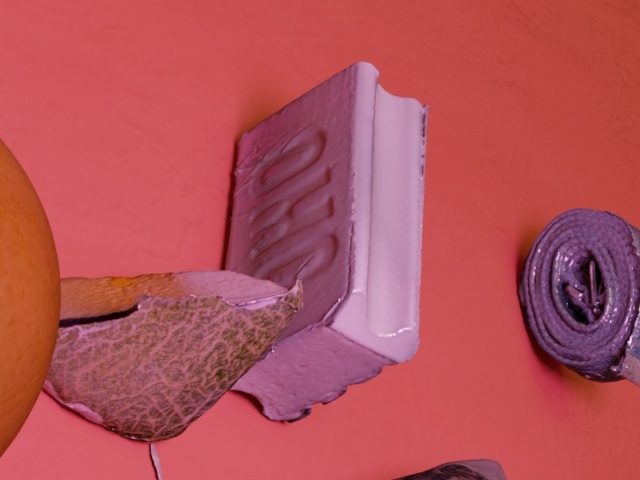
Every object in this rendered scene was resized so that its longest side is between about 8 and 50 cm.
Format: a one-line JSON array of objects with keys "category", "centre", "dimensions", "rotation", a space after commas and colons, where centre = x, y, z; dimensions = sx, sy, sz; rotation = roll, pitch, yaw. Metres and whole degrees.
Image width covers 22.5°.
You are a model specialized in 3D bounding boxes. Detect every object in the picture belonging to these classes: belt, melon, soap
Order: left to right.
[{"category": "melon", "centre": [-0.108, 0.074, 1.073], "dimensions": [0.093, 0.202, 0.139], "rotation": [-97, 180, -60]}, {"category": "soap", "centre": [0.000, 0.000, 1.228], "dimensions": [0.094, 0.150, 0.261], "rotation": [33, 42, -29]}, {"category": "belt", "centre": [0.269, 0.054, 1.562], "dimensions": [0.082, 0.147, 0.163], "rotation": [29, 73, -43]}]

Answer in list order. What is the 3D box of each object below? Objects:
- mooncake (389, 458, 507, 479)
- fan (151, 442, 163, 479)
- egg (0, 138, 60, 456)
[{"category": "mooncake", "centre": [0.101, 0.289, 1.162], "dimensions": [0.254, 0.136, 0.250], "rotation": [0, 63, -54]}, {"category": "fan", "centre": [-0.074, 0.275, 1.042], "dimensions": [0.182, 0.010, 0.310], "rotation": [23, 44, -56]}, {"category": "egg", "centre": [-0.272, 0.035, 0.740], "dimensions": [0.322, 0.250, 0.250], "rotation": [-18, 81, -46]}]
